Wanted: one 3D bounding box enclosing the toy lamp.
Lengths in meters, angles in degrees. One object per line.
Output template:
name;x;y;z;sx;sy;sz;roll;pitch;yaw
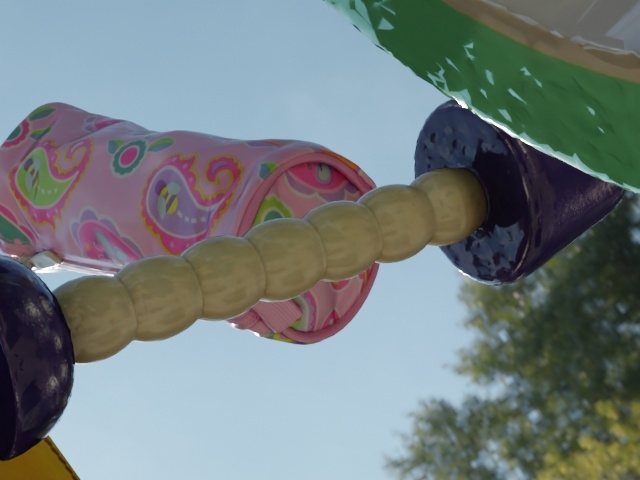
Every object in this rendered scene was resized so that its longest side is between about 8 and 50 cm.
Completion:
toy lamp;0.000;0.000;0.550;0.274;0.080;0.080;-17;-48;-32

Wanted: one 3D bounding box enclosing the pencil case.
pencil case;-0.095;-0.014;0.926;0.124;0.284;0.124;-11;-74;-43

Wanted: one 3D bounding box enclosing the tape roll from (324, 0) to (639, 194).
tape roll;0.041;-0.142;0.266;0.077;0.321;0.321;-43;-45;-18

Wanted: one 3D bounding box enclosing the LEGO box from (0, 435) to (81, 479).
LEGO box;-0.183;0.305;0.440;0.193;0.500;0.372;-25;-72;26
